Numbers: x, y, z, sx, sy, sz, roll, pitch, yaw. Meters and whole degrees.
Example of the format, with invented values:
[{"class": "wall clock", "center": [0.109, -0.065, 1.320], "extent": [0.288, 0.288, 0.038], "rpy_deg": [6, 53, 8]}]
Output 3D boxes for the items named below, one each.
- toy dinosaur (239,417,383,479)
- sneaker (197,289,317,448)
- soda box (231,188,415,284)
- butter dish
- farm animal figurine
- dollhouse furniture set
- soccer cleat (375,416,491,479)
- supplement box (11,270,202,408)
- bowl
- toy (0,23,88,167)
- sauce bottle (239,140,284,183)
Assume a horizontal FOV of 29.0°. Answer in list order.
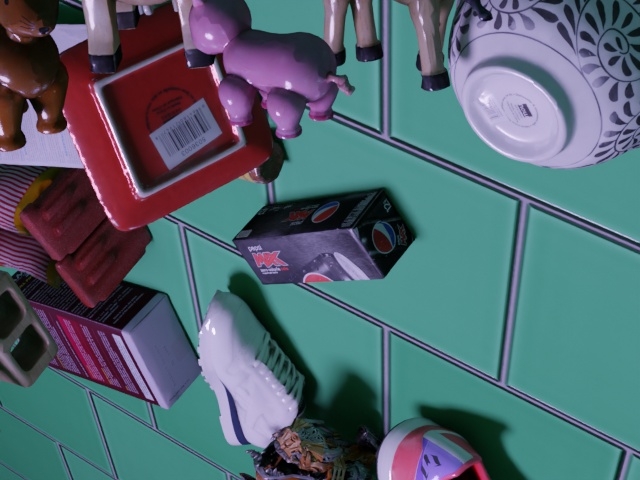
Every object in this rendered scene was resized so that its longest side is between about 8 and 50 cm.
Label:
[{"class": "toy dinosaur", "center": [-0.008, 0.296, 1.348], "extent": [0.322, 0.218, 0.164], "rpy_deg": [54, 178, -39]}, {"class": "sneaker", "center": [-0.064, 0.140, 1.323], "extent": [0.095, 0.090, 0.235], "rpy_deg": [9, 141, 22]}, {"class": "soda box", "center": [0.000, 0.000, 1.096], "extent": [0.169, 0.053, 0.060], "rpy_deg": [-5, 126, 50]}, {"class": "butter dish", "center": [-0.144, -0.113, 1.029], "extent": [0.118, 0.160, 0.160], "rpy_deg": [25, 139, 57]}, {"class": "farm animal figurine", "center": [-0.092, -0.195, 0.806], "extent": [0.327, 0.330, 0.172], "rpy_deg": [-124, 26, -59]}, {"class": "dollhouse furniture set", "center": [-0.369, 0.056, 1.259], "extent": [0.201, 0.374, 0.152], "rpy_deg": [12, 143, 35]}, {"class": "soccer cleat", "center": [0.148, 0.329, 1.230], "extent": [0.116, 0.108, 0.318], "rpy_deg": [12, 124, 60]}, {"class": "supplement box", "center": [-0.267, 0.108, 1.493], "extent": [0.239, 0.073, 0.130], "rpy_deg": [13, 138, 36]}, {"class": "bowl", "center": [0.142, -0.103, 0.795], "extent": [0.170, 0.080, 0.170], "rpy_deg": [27, 145, 21]}, {"class": "toy", "center": [-0.237, -0.139, 1.164], "extent": [0.237, 0.056, 0.137], "rpy_deg": [7, 112, 31]}, {"class": "sauce bottle", "center": [-0.092, -0.081, 1.107], "extent": [0.128, 0.042, 0.042], "rpy_deg": [18, 141, 35]}]
